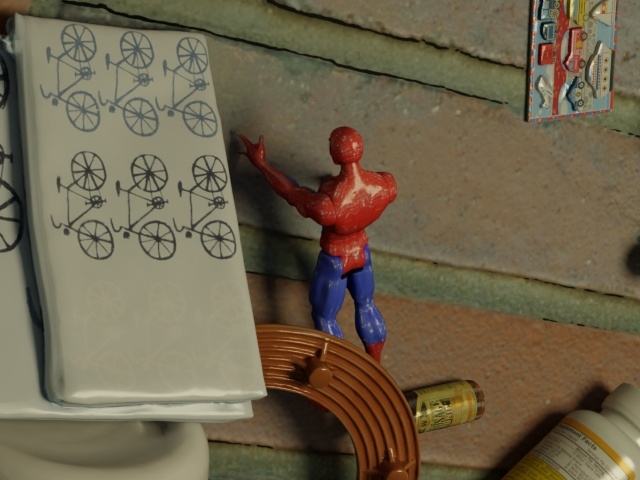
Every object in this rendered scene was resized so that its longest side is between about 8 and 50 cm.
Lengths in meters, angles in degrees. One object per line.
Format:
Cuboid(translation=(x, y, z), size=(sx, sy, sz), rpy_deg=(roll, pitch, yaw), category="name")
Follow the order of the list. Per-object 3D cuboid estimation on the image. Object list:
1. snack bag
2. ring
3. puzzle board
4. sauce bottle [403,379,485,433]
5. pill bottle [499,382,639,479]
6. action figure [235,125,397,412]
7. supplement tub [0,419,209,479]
Cuboid(translation=(-0.213, -0.022, 1.365), size=(0.343, 0.037, 0.323), rpy_deg=(3, 69, -32), category="snack bag")
Cuboid(translation=(-0.069, 0.224, 1.591), size=(0.337, 0.032, 0.336), rpy_deg=(-9, 120, -16), category="ring")
Cuboid(translation=(0.233, -0.174, 1.686), size=(0.096, 0.011, 0.128), rpy_deg=(-9, 111, -26), category="puzzle board")
Cuboid(translation=(0.089, 0.158, 1.698), size=(0.128, 0.042, 0.042), rpy_deg=(-12, 112, -25), category="sauce bottle")
Cuboid(translation=(0.248, 0.237, 1.767), size=(0.208, 0.117, 0.117), rpy_deg=(-43, 122, -10), category="pill bottle")
Cuboid(translation=(0.000, 0.000, 1.578), size=(0.091, 0.139, 0.280), rpy_deg=(-21, 138, -25), category="action figure")
Cuboid(translation=(-0.231, 0.266, 1.425), size=(0.235, 0.235, 0.324), rpy_deg=(4, 114, -30), category="supplement tub")
